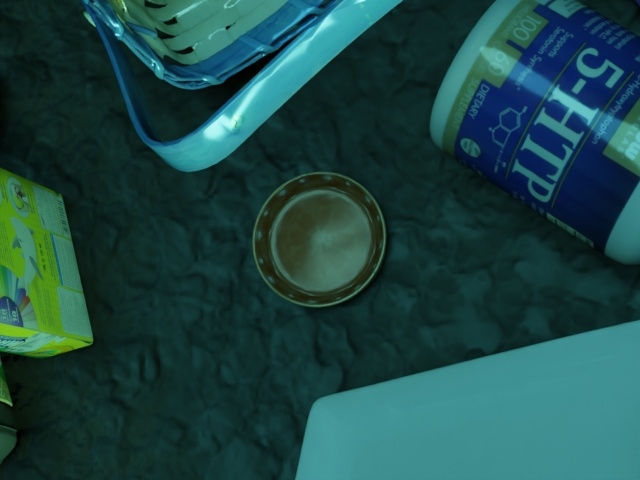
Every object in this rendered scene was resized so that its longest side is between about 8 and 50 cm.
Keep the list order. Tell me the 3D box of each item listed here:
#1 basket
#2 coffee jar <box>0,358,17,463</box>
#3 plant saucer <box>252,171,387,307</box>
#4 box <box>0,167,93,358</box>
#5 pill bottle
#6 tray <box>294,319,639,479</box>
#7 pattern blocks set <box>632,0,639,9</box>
[{"bbox_3d":[-0.031,-0.197,0.777,0.255,0.201,0.289,-37,42,6],"label":"basket"},{"bbox_3d":[-0.242,0.054,0.856,0.079,0.096,0.184,-15,76,1],"label":"coffee jar"},{"bbox_3d":[0.000,0.000,0.848,0.083,0.013,0.083,-3,79,13],"label":"plant saucer"},{"bbox_3d":[-0.195,0.009,0.809,0.043,0.179,0.105,-17,76,10],"label":"box"},{"bbox_3d":[0.164,-0.052,0.765,0.187,0.112,0.112,34,90,17],"label":"pill bottle"},{"bbox_3d":[0.076,0.131,0.715,0.270,0.030,0.145,-20,48,47],"label":"tray"},{"bbox_3d":[0.304,-0.246,0.808,0.285,0.026,0.325,40,91,17],"label":"pattern blocks set"}]
